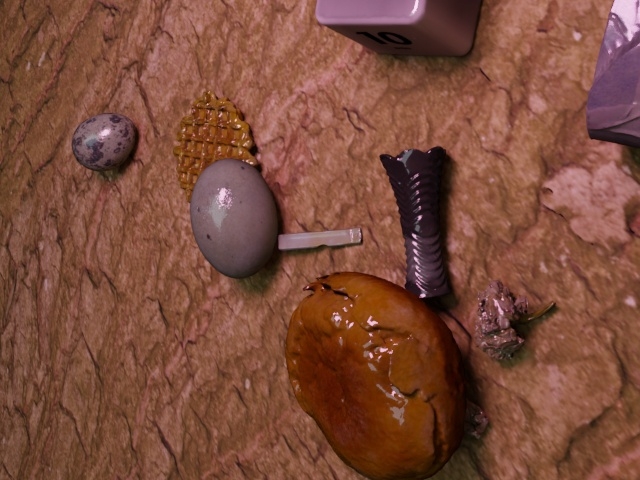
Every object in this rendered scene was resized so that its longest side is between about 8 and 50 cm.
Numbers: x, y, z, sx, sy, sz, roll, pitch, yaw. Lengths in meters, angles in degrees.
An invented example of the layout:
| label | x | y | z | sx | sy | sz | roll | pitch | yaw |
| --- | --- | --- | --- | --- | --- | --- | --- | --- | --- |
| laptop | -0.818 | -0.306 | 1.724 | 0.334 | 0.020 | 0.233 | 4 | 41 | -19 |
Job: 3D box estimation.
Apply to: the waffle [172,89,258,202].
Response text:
| label | x | y | z | sx | sy | sz | roll | pitch | yaw |
| --- | --- | --- | --- | --- | --- | --- | --- | --- | --- |
| waffle | -0.237 | -0.184 | 1.279 | 0.237 | 0.058 | 0.243 | -37 | 70 | 31 |

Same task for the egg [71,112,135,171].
| label | x | y | z | sx | sy | sz | roll | pitch | yaw |
| --- | --- | --- | --- | --- | --- | --- | --- | --- | --- |
| egg | -0.528 | -0.244 | 1.447 | 0.172 | 0.132 | 0.132 | -32 | 71 | 16 |

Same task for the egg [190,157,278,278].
| label | x | y | z | sx | sy | sz | roll | pitch | yaw |
| --- | --- | --- | --- | --- | --- | --- | --- | --- | --- |
| egg | -0.169 | -0.042 | 1.157 | 0.169 | 0.169 | 0.237 | 2 | 104 | 36 |

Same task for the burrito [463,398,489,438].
| label | x | y | z | sx | sy | sz | roll | pitch | yaw |
| --- | --- | --- | --- | --- | --- | --- | --- | --- | --- |
| burrito | 0.210 | 0.260 | 0.962 | 0.149 | 0.041 | 0.055 | 39 | 98 | 33 |

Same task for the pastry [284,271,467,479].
| label | x | y | z | sx | sy | sz | roll | pitch | yaw |
| --- | --- | --- | --- | --- | --- | --- | --- | --- | --- |
| pastry | 0.077 | 0.221 | 0.949 | 0.356 | 0.163 | 0.356 | 18 | 116 | 42 |

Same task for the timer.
| label | x | y | z | sx | sy | sz | roll | pitch | yaw |
| --- | --- | --- | --- | --- | --- | --- | --- | --- | --- |
| timer | 0.132 | -0.411 | 0.928 | 0.192 | 0.195 | 0.194 | 15 | 99 | 35 |

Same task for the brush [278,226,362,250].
| label | x | y | z | sx | sy | sz | roll | pitch | yaw |
| --- | --- | --- | --- | --- | --- | --- | --- | --- | --- |
| brush | 0.000 | 0.000 | 1.127 | 0.178 | 0.030 | 0.033 | -5 | 71 | 26 |

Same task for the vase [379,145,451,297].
| label | x | y | z | sx | sy | sz | roll | pitch | yaw |
| --- | --- | --- | --- | --- | --- | --- | --- | --- | --- |
| vase | 0.164 | -0.027 | 0.965 | 0.115 | 0.115 | 0.238 | -6 | 91 | 36 |

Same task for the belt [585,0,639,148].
| label | x | y | z | sx | sy | sz | roll | pitch | yaw |
| --- | --- | --- | --- | --- | --- | --- | --- | --- | --- |
| belt | 0.433 | -0.279 | 0.699 | 0.117 | 0.212 | 0.347 | 22 | 98 | 32 |

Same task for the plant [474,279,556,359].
| label | x | y | z | sx | sy | sz | roll | pitch | yaw |
| --- | --- | --- | --- | --- | --- | --- | --- | --- | --- |
| plant | 0.292 | 0.119 | 0.897 | 0.121 | 0.104 | 0.117 | -7 | 126 | 6 |
